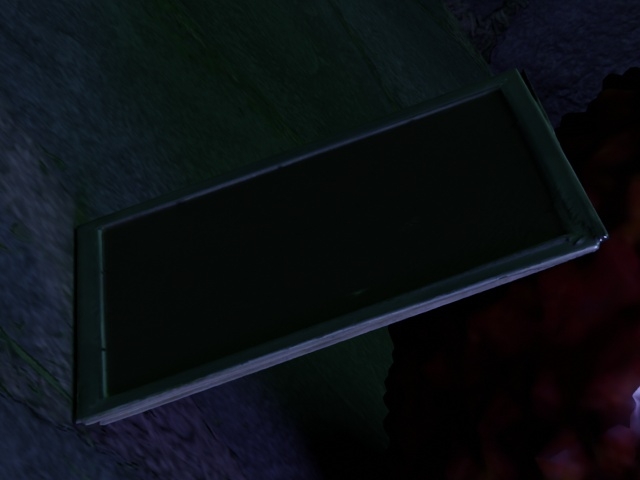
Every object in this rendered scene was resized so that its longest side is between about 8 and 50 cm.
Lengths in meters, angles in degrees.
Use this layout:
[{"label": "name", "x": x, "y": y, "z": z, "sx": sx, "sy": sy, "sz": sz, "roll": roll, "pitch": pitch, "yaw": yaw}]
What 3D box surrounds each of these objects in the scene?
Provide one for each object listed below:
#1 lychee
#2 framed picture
[{"label": "lychee", "x": 0.239, "y": 0.112, "z": 1.086, "sx": 0.425, "sy": 0.424, "sz": 0.500, "roll": 58, "pitch": -18, "yaw": 26}, {"label": "framed picture", "x": 0.000, "y": 0.000, "z": 0.971, "sx": 0.197, "sy": 0.252, "sz": 0.014, "roll": -103, "pitch": 173, "yaw": -62}]
